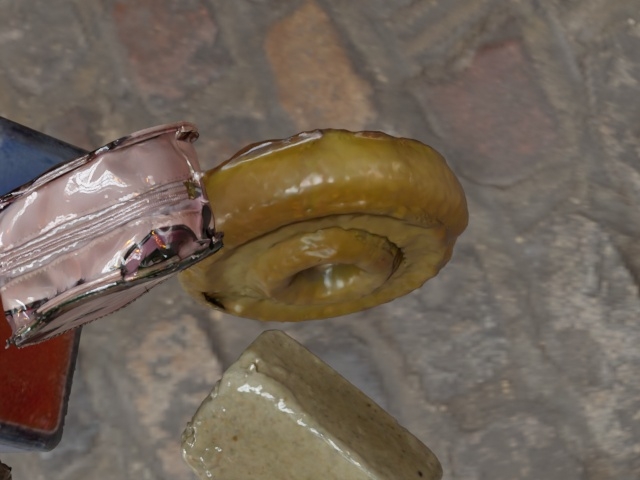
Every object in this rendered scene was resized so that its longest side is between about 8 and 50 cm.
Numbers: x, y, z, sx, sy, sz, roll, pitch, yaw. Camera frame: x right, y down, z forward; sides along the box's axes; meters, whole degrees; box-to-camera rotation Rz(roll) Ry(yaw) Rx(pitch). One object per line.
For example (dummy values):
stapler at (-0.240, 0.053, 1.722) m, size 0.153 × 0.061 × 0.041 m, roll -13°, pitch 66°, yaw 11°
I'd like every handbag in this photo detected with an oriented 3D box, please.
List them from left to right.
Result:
handbag at (-0.174, -0.006, 1.278) m, size 0.205 × 0.179 × 0.116 m, roll -24°, pitch 88°, yaw 13°

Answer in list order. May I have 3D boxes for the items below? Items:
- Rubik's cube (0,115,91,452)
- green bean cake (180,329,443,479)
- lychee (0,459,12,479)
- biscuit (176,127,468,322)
Rubik's cube at (-0.432, 0.037, 1.591) m, size 0.316 × 0.318 × 0.313 m, roll -11°, pitch 64°, yaw 51°
green bean cake at (-0.008, 0.163, 1.188) m, size 0.179 × 0.085 × 0.109 m, roll 39°, pitch 120°, yaw 3°
lychee at (-0.373, 0.199, 0.964) m, size 0.380 × 0.432 × 0.380 m, roll 8°, pitch 121°, yaw 14°
biscuit at (0.000, 0.000, 1.552) m, size 0.296 × 0.296 × 0.102 m, roll -25°, pitch 59°, yaw 25°
